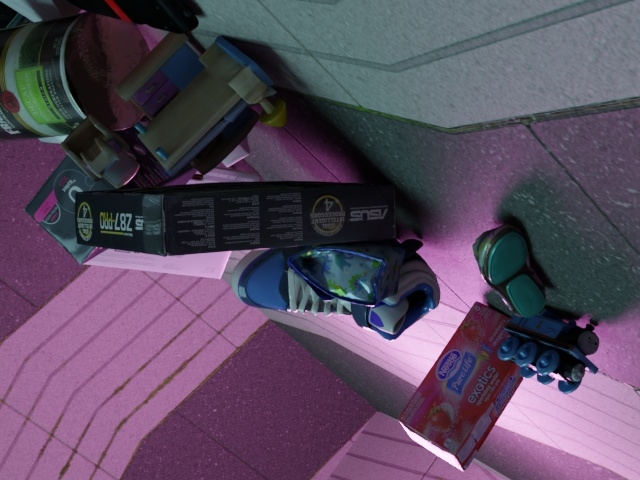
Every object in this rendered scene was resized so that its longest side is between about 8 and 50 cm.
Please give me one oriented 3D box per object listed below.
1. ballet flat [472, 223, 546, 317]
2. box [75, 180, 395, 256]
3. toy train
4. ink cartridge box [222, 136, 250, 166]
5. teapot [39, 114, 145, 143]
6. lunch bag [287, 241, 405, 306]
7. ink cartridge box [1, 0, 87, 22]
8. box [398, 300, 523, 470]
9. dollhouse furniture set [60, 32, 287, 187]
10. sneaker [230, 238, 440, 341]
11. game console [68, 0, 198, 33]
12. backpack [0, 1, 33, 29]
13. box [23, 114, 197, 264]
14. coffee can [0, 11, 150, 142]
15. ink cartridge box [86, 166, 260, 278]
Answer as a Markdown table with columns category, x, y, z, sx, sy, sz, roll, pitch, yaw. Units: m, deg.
| category | x | y | z | sx | sy | sz | roll | pitch | yaw |
| --- | --- | --- | --- | --- | --- | --- | --- | --- | --- |
| ballet flat | 0.254 | 0.032 | 1.476 | 0.079 | 0.077 | 0.221 | 53 | -178 | 40 |
| box | -0.133 | -0.042 | 1.629 | 0.395 | 0.097 | 0.318 | -5 | -176 | -34 |
| toy train | 0.344 | 0.160 | 1.603 | 0.080 | 0.105 | 0.184 | 39 | 170 | -24 |
| ink cartridge box | -0.177 | -0.199 | 1.800 | 0.122 | 0.052 | 0.088 | 48 | -160 | -40 |
| teapot | -0.431 | -0.273 | 2.068 | 0.256 | 0.187 | 0.252 | 7 | -176 | 30 |
| lunch bag | 0.038 | 0.042 | 1.632 | 0.151 | 0.096 | 0.129 | 16 | -170 | 16 |
| ink cartridge box | -0.529 | -0.463 | 1.888 | 0.275 | 0.060 | 0.239 | 33 | 167 | 18 |
| box | 0.260 | 0.252 | 1.847 | 0.123 | 0.257 | 0.128 | 30 | 167 | 25 |
| dollhouse furniture set | -0.184 | -0.133 | 1.575 | 0.198 | 0.286 | 0.303 | 45 | 178 | -35 |
| sneaker | 0.036 | 0.082 | 1.747 | 0.236 | 0.323 | 0.130 | -130 | 36 | -58 |
| game console | -0.369 | -0.450 | 1.488 | 0.342 | 0.060 | 0.386 | 21 | 161 | 44 |
| backpack | -0.643 | -0.415 | 2.101 | 0.166 | 0.188 | 0.144 | 31 | 167 | 26 |
| box | -0.358 | -0.095 | 1.859 | 0.143 | 0.165 | 0.270 | 44 | -155 | 1 |
| coffee can | -0.450 | -0.277 | 1.812 | 0.275 | 0.201 | 0.201 | -1 | 146 | 36 |
| ink cartridge box | -0.314 | -0.077 | 2.167 | 0.309 | 0.271 | 0.130 | 8 | -148 | -30 |
